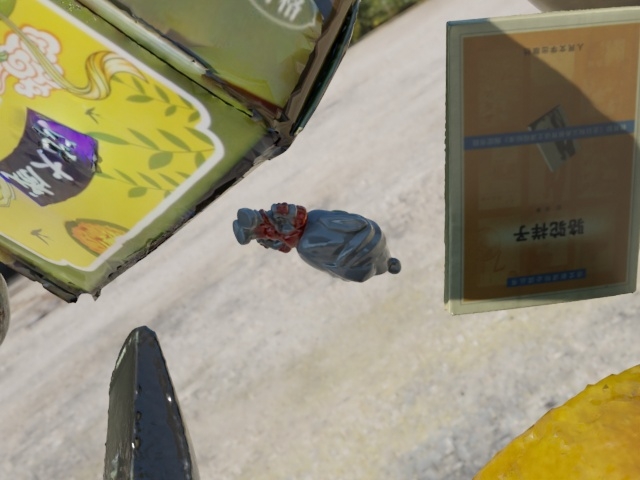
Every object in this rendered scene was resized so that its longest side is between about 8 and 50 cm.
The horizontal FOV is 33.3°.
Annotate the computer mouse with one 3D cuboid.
[{"bbox_3d":[-0.166,0.232,1.069,0.087,0.295,0.168,7,-31,-19],"label":"computer mouse"}]

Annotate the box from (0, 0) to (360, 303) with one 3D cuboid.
[{"bbox_3d":[-0.242,-0.155,0.683,0.373,0.420,0.138,-31,30,56],"label":"box"}]

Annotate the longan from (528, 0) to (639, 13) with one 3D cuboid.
[{"bbox_3d":[0.316,-0.374,1.121,0.319,0.319,0.319,-31,11,7],"label":"longan"}]

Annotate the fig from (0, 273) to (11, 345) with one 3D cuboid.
[{"bbox_3d":[-0.417,0.075,1.117,0.178,0.117,0.117,1,13,0],"label":"fig"}]

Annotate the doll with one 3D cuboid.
[{"bbox_3d":[0.000,0.000,1.084,0.094,0.180,0.079,120,160,-48],"label":"doll"}]

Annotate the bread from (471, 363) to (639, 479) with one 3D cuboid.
[{"bbox_3d":[0.236,0.272,0.771,0.398,0.398,0.215,-33,50,-6],"label":"bread"}]

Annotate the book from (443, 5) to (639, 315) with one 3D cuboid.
[{"bbox_3d":[0.181,-0.060,0.856,0.170,0.241,0.018,-7,21,-9],"label":"book"}]
